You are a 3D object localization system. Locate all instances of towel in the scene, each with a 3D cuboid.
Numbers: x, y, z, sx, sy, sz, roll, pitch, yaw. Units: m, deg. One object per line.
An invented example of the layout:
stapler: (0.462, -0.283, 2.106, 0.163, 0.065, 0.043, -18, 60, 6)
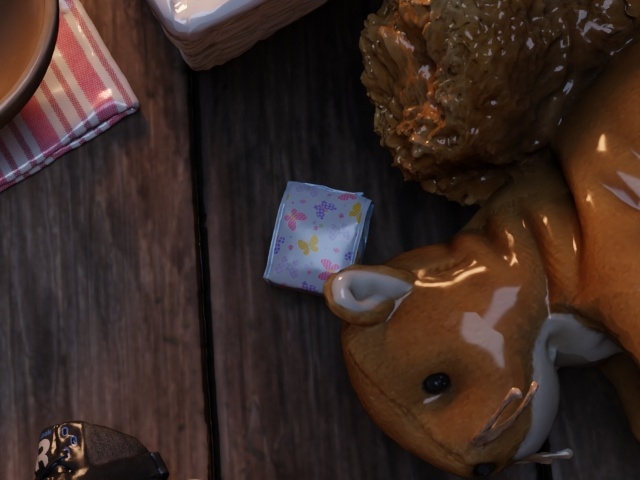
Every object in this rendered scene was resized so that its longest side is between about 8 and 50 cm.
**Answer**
towel: (-0.261, -0.117, 1.327, 0.197, 0.029, 0.144, -31, 77, -8)

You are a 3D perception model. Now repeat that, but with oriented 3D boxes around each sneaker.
sneaker: (-0.208, 0.193, 1.187, 0.216, 0.079, 0.121, -2, 58, -34)

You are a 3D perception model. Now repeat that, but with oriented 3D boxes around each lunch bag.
lunch bag: (0.000, 0.000, 1.278, 0.071, 0.053, 0.083, 11, 84, 6)

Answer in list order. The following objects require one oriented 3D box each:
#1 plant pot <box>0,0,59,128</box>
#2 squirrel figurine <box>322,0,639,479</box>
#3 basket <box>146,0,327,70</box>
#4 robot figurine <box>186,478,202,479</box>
plant pot: (-0.314, -0.160, 1.269, 0.237, 0.110, 0.237, 0, 74, -2)
squirrel figurine: (0.169, -0.024, 1.197, 0.370, 0.281, 0.397, -25, 73, 6)
basket: (-0.037, -0.335, 1.198, 0.328, 0.266, 0.331, -30, 87, -2)
robot figurine: (-0.074, 0.287, 1.105, 0.353, 0.300, 0.200, -23, 36, -2)
